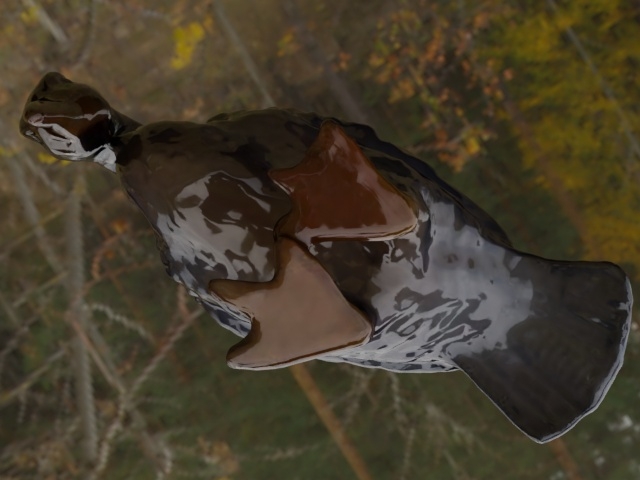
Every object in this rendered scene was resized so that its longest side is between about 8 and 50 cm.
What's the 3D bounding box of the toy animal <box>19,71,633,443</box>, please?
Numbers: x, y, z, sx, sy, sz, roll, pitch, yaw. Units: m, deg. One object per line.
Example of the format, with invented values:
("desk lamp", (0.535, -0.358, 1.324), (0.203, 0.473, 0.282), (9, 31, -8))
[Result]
("toy animal", (0.000, 0.000, 0.653), (0.185, 0.298, 0.122), (-162, -89, -74))
